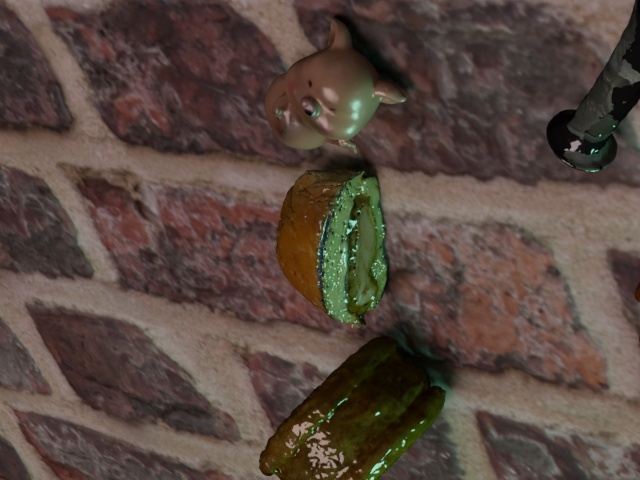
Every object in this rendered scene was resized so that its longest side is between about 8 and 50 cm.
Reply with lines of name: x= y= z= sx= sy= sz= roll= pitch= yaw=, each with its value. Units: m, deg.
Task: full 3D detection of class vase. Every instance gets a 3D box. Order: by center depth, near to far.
vase: x=0.220 y=-0.115 z=1.287 sx=0.059 sy=0.059 sz=0.167 roll=41 pitch=147 yaw=8

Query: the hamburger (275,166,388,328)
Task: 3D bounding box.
hamburger: x=-0.004 y=0.001 z=1.631 sx=0.102 sy=0.087 sz=0.176 roll=22 pitch=142 yaw=29

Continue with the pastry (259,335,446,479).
pastry: x=0.030 y=0.183 z=1.705 sx=0.103 sy=0.189 sz=0.189 roll=44 pitch=147 yaw=7

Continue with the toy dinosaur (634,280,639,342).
toy dinosaur: x=0.326 y=-0.063 z=1.179 sx=0.432 sy=0.097 sz=0.208 roll=-39 pitch=80 yaw=45

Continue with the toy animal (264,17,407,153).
toy animal: x=-0.001 y=-0.123 z=1.512 sx=0.083 sy=0.089 sz=0.150 roll=35 pitch=149 yaw=-25
